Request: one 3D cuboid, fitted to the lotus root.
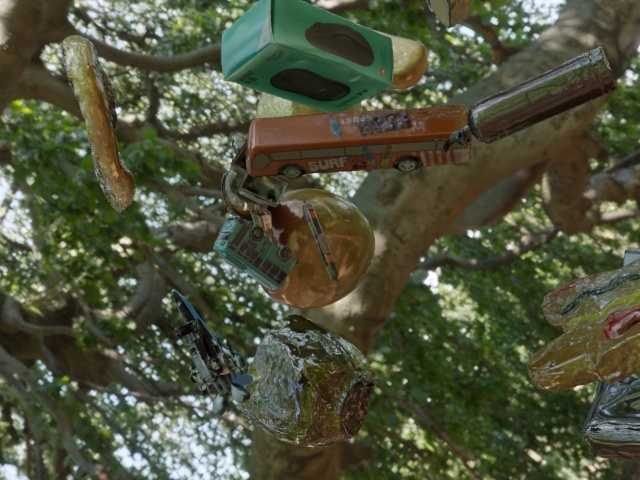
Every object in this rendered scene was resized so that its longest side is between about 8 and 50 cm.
[{"bbox_3d":[-0.030,0.322,1.407,0.149,0.260,0.266,32,-95,-46],"label":"lotus root"}]

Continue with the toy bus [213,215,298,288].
[{"bbox_3d":[-0.136,0.026,1.325,0.079,0.160,0.091,-1,54,60],"label":"toy bus"}]

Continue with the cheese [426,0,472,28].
[{"bbox_3d":[0.215,-0.405,1.114,0.048,0.092,0.171,-23,-1,0],"label":"cheese"}]

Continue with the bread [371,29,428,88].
[{"bbox_3d":[0.177,-0.471,1.738,0.147,0.217,0.098,-48,-34,-17],"label":"bread"}]

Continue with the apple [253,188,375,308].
[{"bbox_3d":[-0.020,0.016,1.823,0.305,0.338,0.338,-2,-49,-27],"label":"apple"}]

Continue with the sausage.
[{"bbox_3d":[0.000,0.000,1.399,0.025,0.198,0.028,-30,-14,29],"label":"sausage"}]

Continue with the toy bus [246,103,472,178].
[{"bbox_3d":[0.065,-0.178,1.190,0.092,0.409,0.093,81,-173,-56],"label":"toy bus"}]

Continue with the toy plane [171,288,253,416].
[{"bbox_3d":[-0.217,0.199,1.208,0.169,0.246,0.078,-37,-3,43],"label":"toy plane"}]

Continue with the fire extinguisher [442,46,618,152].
[{"bbox_3d":[0.316,-0.207,1.020,0.268,0.072,0.089,-22,23,23],"label":"fire extinguisher"}]

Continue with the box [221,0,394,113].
[{"bbox_3d":[-0.026,-0.380,1.373,0.312,0.118,0.205,10,-18,-36],"label":"box"}]

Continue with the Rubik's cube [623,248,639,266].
[{"bbox_3d":[0.765,0.127,1.347,0.205,0.205,0.207,-154,68,-79],"label":"Rubik's cube"}]

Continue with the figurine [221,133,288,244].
[{"bbox_3d":[-0.174,-0.134,1.648,0.143,0.308,0.308,3,-48,-16],"label":"figurine"}]

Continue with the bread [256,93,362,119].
[{"bbox_3d":[-0.026,-0.349,1.914,0.321,0.320,0.237,-34,4,-38],"label":"bread"}]

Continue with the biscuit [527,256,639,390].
[{"bbox_3d":[0.520,0.095,1.066,0.368,0.076,0.394,-28,3,28],"label":"biscuit"}]

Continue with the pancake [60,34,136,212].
[{"bbox_3d":[-0.456,-0.237,1.374,0.082,0.386,0.386,-13,-35,-13],"label":"pancake"}]

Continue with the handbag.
[{"bbox_3d":[0.812,0.427,1.612,0.113,0.286,0.257,58,-134,-21],"label":"handbag"}]
